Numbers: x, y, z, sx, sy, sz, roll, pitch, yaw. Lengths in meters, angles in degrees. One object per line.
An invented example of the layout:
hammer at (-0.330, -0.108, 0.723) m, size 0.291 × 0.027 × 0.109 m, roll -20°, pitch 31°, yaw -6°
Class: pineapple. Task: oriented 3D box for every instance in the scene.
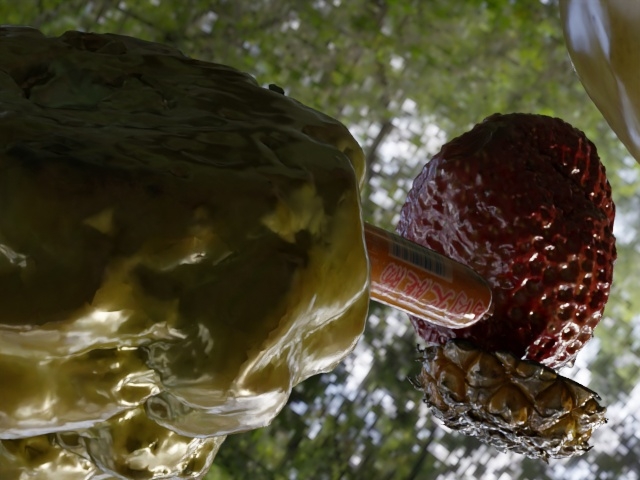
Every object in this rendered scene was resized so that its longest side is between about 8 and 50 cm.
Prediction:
pineapple at (0.184, 0.167, 1.448) m, size 0.225 × 0.225 × 0.076 m, roll 25°, pitch -108°, yaw -11°

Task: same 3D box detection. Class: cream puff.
cream puff at (-0.134, 0.031, 0.784) m, size 0.324 × 0.257 × 0.291 m, roll 24°, pitch -153°, yaw 29°

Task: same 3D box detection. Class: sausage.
sausage at (0.000, 0.000, 1.052) m, size 0.348 × 0.053 × 0.053 m, roll 22°, pitch -150°, yaw -32°

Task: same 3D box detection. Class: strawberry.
strawberry at (0.187, -0.002, 1.519) m, size 0.288 × 0.239 × 0.250 m, roll 62°, pitch -156°, yaw -48°

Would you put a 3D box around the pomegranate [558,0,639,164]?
pomegranate at (0.277, -0.120, 0.657) m, size 0.333 × 0.332 × 0.332 m, roll 23°, pitch -149°, yaw -15°
